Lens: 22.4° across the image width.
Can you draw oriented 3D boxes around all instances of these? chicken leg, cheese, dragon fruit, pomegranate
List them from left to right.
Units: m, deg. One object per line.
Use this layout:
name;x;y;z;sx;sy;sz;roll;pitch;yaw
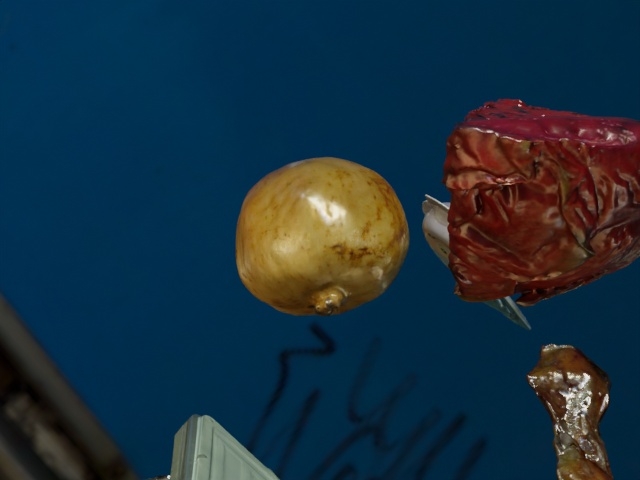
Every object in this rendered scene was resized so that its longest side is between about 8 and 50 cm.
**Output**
pomegranate;0.000;0.000;2.241;0.248;0.248;0.248;35;-29;23
cheese;0.190;0.024;2.033;0.135;0.052;0.245;37;-14;42
dragon fruit;0.201;-0.065;1.655;0.240;0.302;0.330;46;16;29
chicken leg;0.207;0.198;1.228;0.113;0.304;0.093;25;-51;-31

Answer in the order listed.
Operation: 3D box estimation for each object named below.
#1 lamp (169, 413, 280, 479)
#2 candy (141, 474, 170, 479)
lamp;-0.057;0.325;1.768;0.266;0.047;0.269;44;9;-12
candy;-0.197;0.412;2.200;0.195;0.184;0.137;-119;-156;-61
